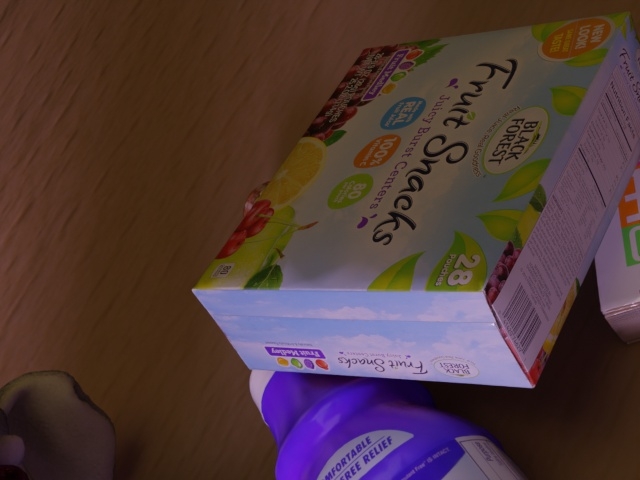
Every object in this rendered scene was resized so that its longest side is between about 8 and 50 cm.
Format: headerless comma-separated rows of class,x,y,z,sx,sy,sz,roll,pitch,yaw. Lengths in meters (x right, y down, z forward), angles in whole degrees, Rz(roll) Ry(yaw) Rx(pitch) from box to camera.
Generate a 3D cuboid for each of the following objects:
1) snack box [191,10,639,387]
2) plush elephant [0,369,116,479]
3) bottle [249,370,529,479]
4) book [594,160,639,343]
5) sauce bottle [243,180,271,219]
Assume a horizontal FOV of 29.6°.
snack box,0.061,-0.024,0.627,0.175,0.070,0.207,0,44,39
plush elephant,-0.205,0.166,0.644,0.330,0.272,0.255,-31,67,53
bottle,0.050,0.143,0.575,0.118,0.092,0.283,-43,42,4
book,0.190,-0.026,0.631,0.096,0.035,0.144,-20,47,26
sauce bottle,0.000,0.000,0.761,0.042,0.042,0.128,-53,42,-4
